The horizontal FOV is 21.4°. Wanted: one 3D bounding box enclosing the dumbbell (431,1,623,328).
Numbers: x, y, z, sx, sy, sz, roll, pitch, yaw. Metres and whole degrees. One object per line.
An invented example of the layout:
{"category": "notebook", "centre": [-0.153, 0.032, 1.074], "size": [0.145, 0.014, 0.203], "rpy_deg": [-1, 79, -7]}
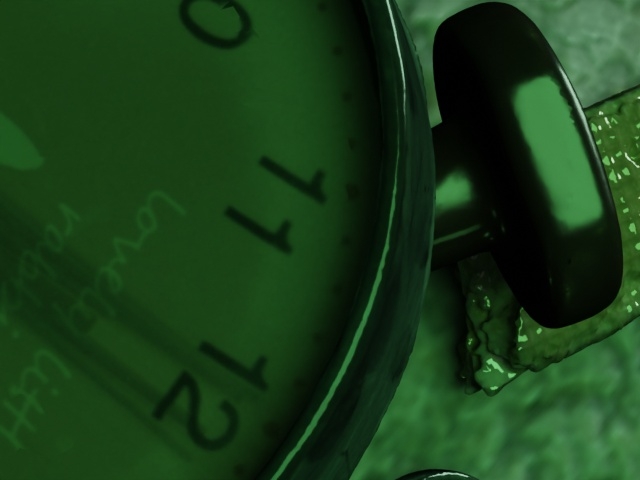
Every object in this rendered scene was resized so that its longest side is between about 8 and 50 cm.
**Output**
{"category": "dumbbell", "centre": [0.000, 0.000, 0.687], "size": [0.225, 0.124, 0.140], "rpy_deg": [-19, 89, -5]}

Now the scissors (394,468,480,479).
{"category": "scissors", "centre": [-0.024, 0.136, 0.705], "size": [0.300, 0.022, 0.109], "rpy_deg": [16, 74, -36]}

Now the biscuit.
{"category": "biscuit", "centre": [0.153, -0.018, 0.824], "size": [0.238, 0.062, 0.108], "rpy_deg": [-23, 91, -24]}

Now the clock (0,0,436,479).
{"category": "clock", "centre": [-0.152, -0.023, 0.590], "size": [0.386, 0.076, 0.386], "rpy_deg": [-1, 76, 6]}
